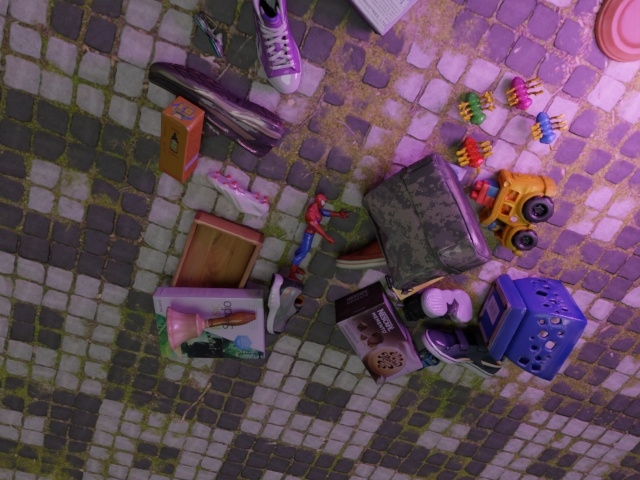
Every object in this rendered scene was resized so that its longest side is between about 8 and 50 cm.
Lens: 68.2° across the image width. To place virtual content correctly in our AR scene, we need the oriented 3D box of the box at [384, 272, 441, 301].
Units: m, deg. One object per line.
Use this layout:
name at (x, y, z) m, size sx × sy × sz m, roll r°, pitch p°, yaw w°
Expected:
box at (0.313, 0.093, 1.433) m, size 0.232 × 0.087 × 0.058 m, roll -30°, pitch 114°, yaw 14°

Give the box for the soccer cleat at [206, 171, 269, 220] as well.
soccer cleat at (-0.237, -0.121, 1.321) m, size 0.196 × 0.068 × 0.076 m, roll 29°, pitch 116°, yaw -18°

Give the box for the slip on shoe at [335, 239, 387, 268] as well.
slip on shoe at (0.202, 0.023, 1.393) m, size 0.332 × 0.123 × 0.101 m, roll -15°, pitch 82°, yaw 12°

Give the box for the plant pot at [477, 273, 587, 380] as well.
plant pot at (0.623, 0.248, 1.446) m, size 0.212 × 0.236 × 0.235 m, roll 14°, pitch 116°, yaw -1°

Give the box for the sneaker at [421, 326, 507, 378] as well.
sneaker at (0.479, 0.342, 1.545) m, size 0.321 × 0.126 × 0.127 m, roll 25°, pitch 119°, yaw -25°

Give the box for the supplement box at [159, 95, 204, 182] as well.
supplement box at (-0.348, -0.244, 1.177) m, size 0.078 × 0.080 × 0.233 m, roll 33°, pitch 150°, yaw -2°

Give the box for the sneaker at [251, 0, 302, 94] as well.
sneaker at (-0.109, -0.470, 1.093) m, size 0.102 × 0.161 × 0.281 m, roll -12°, pitch 118°, yaw 3°

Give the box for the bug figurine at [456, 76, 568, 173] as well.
bug figurine at (0.482, -0.306, 1.240) m, size 0.279 × 0.072 × 0.216 m, roll -17°, pitch 110°, yaw 12°

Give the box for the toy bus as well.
toy bus at (0.516, -0.088, 1.323) m, size 0.212 × 0.149 × 0.220 m, roll 16°, pitch 119°, yaw 5°

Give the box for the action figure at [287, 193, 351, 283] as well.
action figure at (0.000, 0.000, 1.375) m, size 0.139 × 0.091 × 0.280 m, roll 14°, pitch 117°, yaw -1°

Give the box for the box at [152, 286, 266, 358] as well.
box at (-0.329, 0.253, 1.433) m, size 0.323 × 0.058 × 0.232 m, roll 2°, pitch 117°, yaw 0°

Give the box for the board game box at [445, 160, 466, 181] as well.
board game box at (0.349, -0.176, 1.332) m, size 0.090 × 0.020 × 0.090 m, roll 18°, pitch 116°, yaw -11°

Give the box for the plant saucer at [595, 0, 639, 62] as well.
plant saucer at (0.778, -0.537, 1.149) m, size 0.200 × 0.037 × 0.199 m, roll -1°, pitch 118°, yaw -2°

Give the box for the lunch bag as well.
lunch bag at (0.261, -0.039, 1.231) m, size 0.256 × 0.304 × 0.213 m, roll -26°, pitch 159°, yaw 23°

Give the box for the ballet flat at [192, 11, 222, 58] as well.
ballet flat at (-0.261, -0.499, 1.141) m, size 0.041 × 0.041 × 0.114 m, roll -28°, pitch 115°, yaw 12°

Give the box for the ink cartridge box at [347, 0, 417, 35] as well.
ink cartridge box at (0.184, -0.680, 0.996) m, size 0.395 × 0.151 × 0.270 m, roll -41°, pitch 112°, yaw 19°

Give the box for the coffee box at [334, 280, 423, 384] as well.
coffee box at (0.186, 0.300, 1.516) m, size 0.168 × 0.118 × 0.297 m, roll -25°, pitch 115°, yaw 12°

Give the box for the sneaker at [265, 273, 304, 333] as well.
sneaker at (-0.108, 0.208, 1.434) m, size 0.108 × 0.100 × 0.271 m, roll 10°, pitch 140°, yaw -1°

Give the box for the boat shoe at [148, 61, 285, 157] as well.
boat shoe at (-0.267, -0.316, 1.183) m, size 0.356 × 0.132 × 0.130 m, roll 27°, pitch 113°, yaw -13°

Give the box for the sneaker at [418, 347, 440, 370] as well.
sneaker at (0.369, 0.402, 1.607) m, size 0.053 × 0.059 × 0.144 m, roll 33°, pitch 113°, yaw -19°

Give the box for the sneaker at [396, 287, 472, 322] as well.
sneaker at (0.356, 0.205, 1.482) m, size 0.269 × 0.101 × 0.153 m, roll 15°, pitch 160°, yaw -42°

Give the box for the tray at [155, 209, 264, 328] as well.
tray at (-0.341, 0.125, 1.440) m, size 0.203 × 0.076 × 0.410 m, roll 21°, pitch 116°, yaw -12°

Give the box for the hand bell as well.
hand bell at (-0.306, 0.236, 1.352) m, size 0.242 × 0.126 × 0.126 m, roll -6°, pitch 118°, yaw -11°
